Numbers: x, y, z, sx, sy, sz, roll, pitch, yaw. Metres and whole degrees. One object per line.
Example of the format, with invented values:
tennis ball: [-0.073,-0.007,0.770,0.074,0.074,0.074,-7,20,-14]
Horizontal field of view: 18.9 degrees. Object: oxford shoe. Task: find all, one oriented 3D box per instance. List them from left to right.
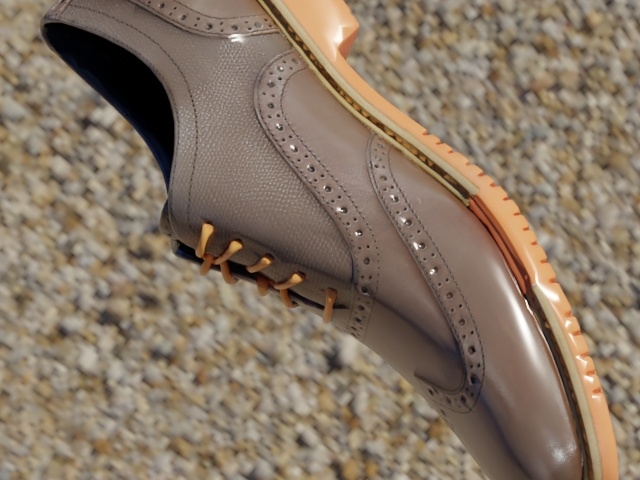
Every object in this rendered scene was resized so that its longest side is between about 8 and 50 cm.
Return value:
oxford shoe: [0.000,0.000,0.919,0.133,0.130,0.363,-29,67,-21]
